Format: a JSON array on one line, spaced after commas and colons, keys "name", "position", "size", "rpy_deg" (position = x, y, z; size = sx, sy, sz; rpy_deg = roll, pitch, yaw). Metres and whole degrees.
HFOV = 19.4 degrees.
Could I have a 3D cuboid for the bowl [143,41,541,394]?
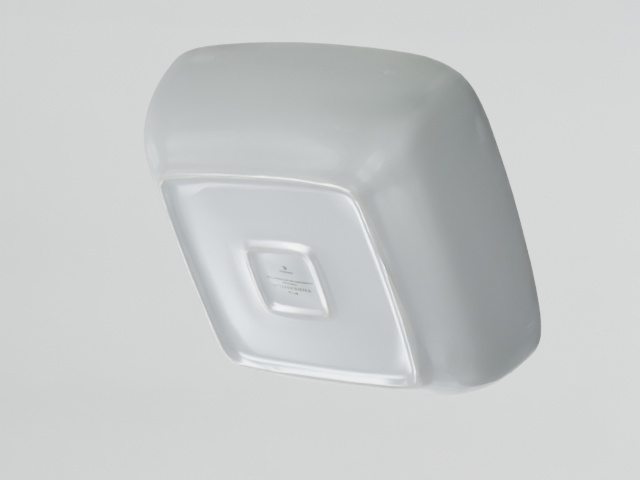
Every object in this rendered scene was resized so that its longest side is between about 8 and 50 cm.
[{"name": "bowl", "position": [0.000, 0.000, 0.686], "size": [0.053, 0.142, 0.142], "rpy_deg": [-49, -47, -40]}]
